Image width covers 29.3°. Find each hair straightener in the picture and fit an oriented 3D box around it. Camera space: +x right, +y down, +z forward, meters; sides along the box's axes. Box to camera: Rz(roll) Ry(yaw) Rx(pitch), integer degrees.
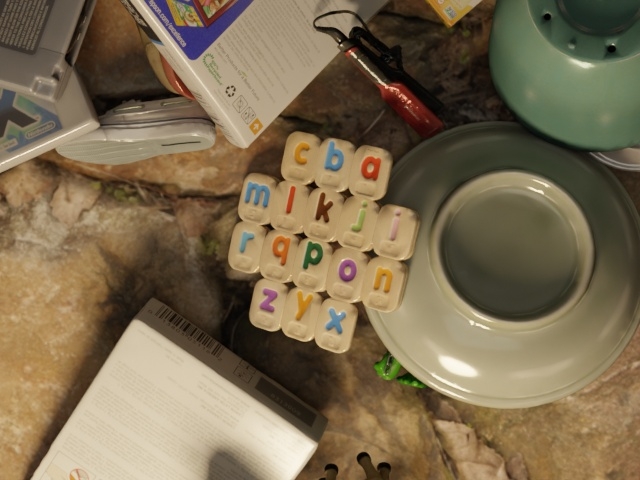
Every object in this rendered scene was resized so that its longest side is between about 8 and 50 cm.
[{"bbox_3d":[0.081,-0.237,1.668,0.230,0.089,0.047,36,129,-21],"label":"hair straightener"}]

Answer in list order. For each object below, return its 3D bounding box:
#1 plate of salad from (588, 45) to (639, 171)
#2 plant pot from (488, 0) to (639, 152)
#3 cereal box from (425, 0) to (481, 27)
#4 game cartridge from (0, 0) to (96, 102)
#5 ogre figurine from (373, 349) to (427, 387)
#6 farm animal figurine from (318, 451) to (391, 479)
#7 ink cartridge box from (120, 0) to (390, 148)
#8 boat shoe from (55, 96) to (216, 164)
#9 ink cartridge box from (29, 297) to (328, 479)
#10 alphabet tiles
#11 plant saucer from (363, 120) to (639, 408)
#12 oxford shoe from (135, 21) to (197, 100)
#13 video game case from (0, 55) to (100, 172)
[{"bbox_3d":[0.434,-0.194,1.685,0.199,0.048,0.200,0,91,4],"label":"plate of salad"},{"bbox_3d":[0.353,-0.278,1.555,0.293,0.235,0.293,-2,82,11],"label":"plant pot"},{"bbox_3d":[0.214,-0.433,1.675,0.240,0.047,0.173,-41,92,4],"label":"cereal box"},{"bbox_3d":[-0.398,-0.348,1.648,0.198,0.062,0.297,16,82,13],"label":"game cartridge"},{"bbox_3d":[0.174,0.152,1.695,0.197,0.097,0.118,14,87,-6],"label":"ogre figurine"},{"bbox_3d":[-0.053,0.436,1.628,0.326,0.172,0.330,14,115,-12],"label":"farm animal figurine"},{"bbox_3d":[-0.085,-0.332,1.594,0.307,0.072,0.304,-49,127,-15],"label":"ink cartridge box"},{"bbox_3d":[-0.255,-0.158,1.707,0.226,0.083,0.076,-3,67,3],"label":"boat shoe"},{"bbox_3d":[-0.218,0.320,1.748,0.308,0.091,0.385,35,111,-1],"label":"ink cartridge box"},{"bbox_3d":[0.000,0.000,1.658,0.284,0.021,0.278,14,95,33],"label":"alphabet tiles"},{"bbox_3d":[0.250,0.019,1.626,0.400,0.100,0.401,0,76,-2],"label":"plant saucer"},{"bbox_3d":[-0.216,-0.360,1.629,0.123,0.130,0.348,-16,109,-34],"label":"oxford shoe"},{"bbox_3d":[-0.503,-0.224,1.684,0.329,0.036,0.300,-24,78,4],"label":"video game case"}]
